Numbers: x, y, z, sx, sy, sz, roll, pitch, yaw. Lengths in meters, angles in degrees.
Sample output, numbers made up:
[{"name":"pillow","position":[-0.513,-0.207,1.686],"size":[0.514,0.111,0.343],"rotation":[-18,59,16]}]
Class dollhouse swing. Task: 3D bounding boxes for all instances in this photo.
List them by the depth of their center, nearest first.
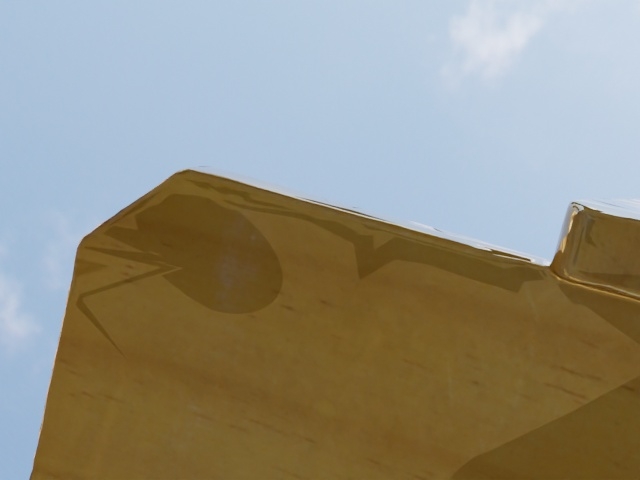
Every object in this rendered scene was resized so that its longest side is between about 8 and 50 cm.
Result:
[{"name":"dollhouse swing","position":[0.075,0.138,0.699],"size":[0.305,0.315,0.347],"rotation":[17,-80,28]}]
